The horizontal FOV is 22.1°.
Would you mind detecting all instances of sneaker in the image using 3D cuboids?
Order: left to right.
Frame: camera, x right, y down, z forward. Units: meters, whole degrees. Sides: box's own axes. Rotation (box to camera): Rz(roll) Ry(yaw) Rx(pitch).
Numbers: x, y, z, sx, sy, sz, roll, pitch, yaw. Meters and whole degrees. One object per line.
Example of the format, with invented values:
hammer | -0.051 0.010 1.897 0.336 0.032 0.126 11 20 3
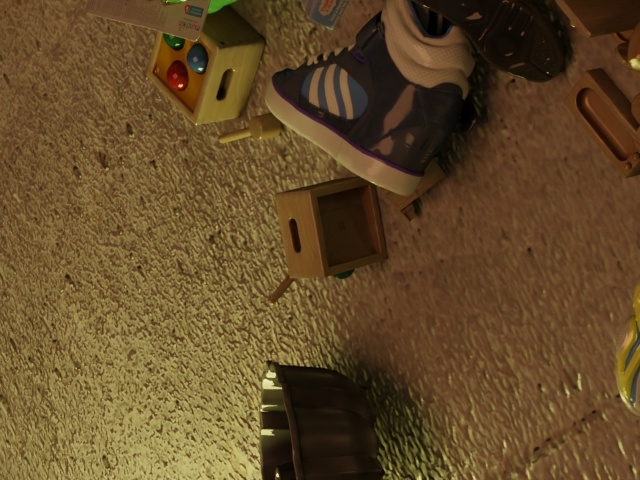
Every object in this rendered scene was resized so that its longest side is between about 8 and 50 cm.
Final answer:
sneaker | 0.070 -0.214 1.965 0.323 0.130 0.236 43 112 53
sneaker | 0.187 -0.272 1.825 0.227 0.130 0.087 35 126 4
sneaker | 0.383 0.088 1.689 0.126 0.091 0.240 26 119 42

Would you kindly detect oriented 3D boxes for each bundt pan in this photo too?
bundt pan | 0.004 0.312 2.108 0.331 0.124 0.331 176 90 -79

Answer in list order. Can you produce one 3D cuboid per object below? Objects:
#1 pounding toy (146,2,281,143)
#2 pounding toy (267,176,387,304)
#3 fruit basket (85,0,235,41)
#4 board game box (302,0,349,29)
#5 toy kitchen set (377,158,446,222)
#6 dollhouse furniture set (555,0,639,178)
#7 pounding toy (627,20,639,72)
pounding toy | -0.146 -0.202 2.218 0.206 0.094 0.181 46 132 32
pounding toy | 0.000 0.000 2.080 0.100 0.130 0.141 -3 99 50
fruit basket | -0.185 -0.431 2.138 0.353 0.165 0.327 23 97 62
board game box | 0.023 -0.352 1.900 0.160 0.039 0.211 -62 19 20
toy kitchen set | 0.116 -0.071 2.008 0.068 0.075 0.083 49 -173 -25
dollhouse furniture set | 0.290 -0.158 1.696 0.144 0.123 0.151 56 137 23
pounding toy | 0.422 -0.244 1.546 0.269 0.155 0.154 -8 58 39
